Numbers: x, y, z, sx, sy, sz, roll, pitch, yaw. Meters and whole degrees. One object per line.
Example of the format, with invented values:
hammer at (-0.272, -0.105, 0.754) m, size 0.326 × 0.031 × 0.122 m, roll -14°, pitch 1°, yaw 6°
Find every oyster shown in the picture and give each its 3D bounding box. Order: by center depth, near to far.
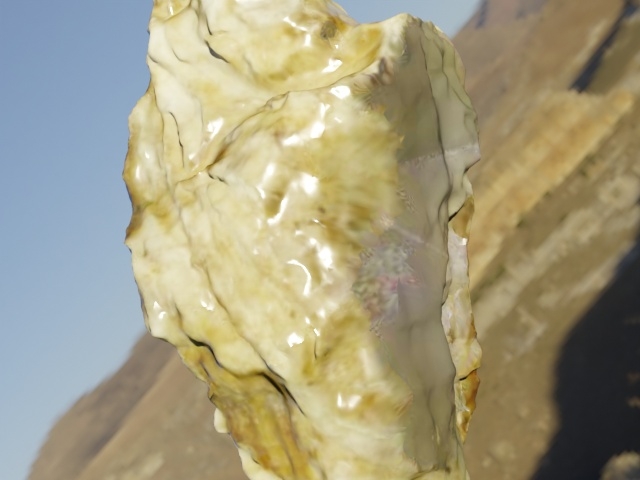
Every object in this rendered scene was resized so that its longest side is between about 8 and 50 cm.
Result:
oyster at (0.005, 0.000, 0.666) m, size 0.166 × 0.341 × 0.110 m, roll 7°, pitch -14°, yaw -44°
